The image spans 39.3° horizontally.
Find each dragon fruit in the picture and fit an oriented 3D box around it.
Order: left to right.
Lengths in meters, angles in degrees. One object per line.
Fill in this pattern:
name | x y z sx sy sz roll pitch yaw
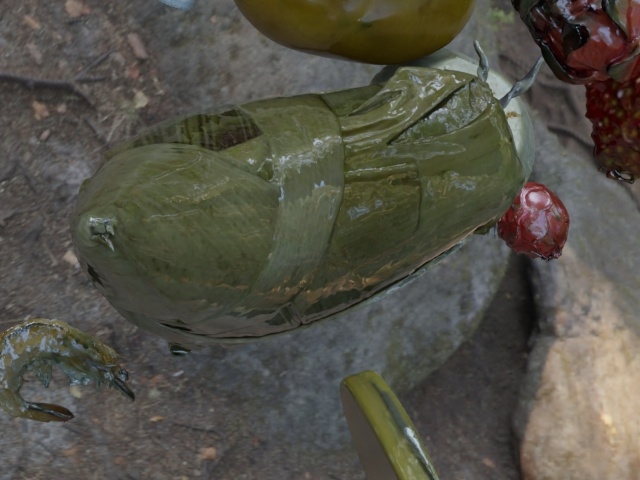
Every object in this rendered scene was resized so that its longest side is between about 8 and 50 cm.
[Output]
dragon fruit | 0.498 -0.050 2.125 0.209 0.172 0.172 35 58 0
dragon fruit | 0.220 -0.185 0.712 0.142 0.130 0.121 24 91 -16

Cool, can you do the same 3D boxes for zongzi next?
zongzi | 0.054 -0.047 0.743 0.499 0.467 0.218 -20 94 -11

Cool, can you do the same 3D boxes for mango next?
mango | 0.044 -0.367 1.229 0.300 0.232 0.445 45 40 13

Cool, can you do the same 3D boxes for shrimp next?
shrimp | -0.417 0.225 1.440 0.253 0.058 0.173 44 75 -34

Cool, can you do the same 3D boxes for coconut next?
coconut | 0.173 -0.140 1.417 0.322 0.323 0.323 10 73 -34

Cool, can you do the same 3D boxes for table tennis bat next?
table tennis bat | 0.065 0.175 0.502 0.050 0.321 0.199 -20 91 -8

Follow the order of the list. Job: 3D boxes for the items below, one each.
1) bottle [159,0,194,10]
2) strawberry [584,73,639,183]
bottle | -0.144 -0.387 1.075 0.060 0.060 0.217 12 115 -33
strawberry | 0.360 -0.165 0.762 0.233 0.307 0.137 27 16 10
